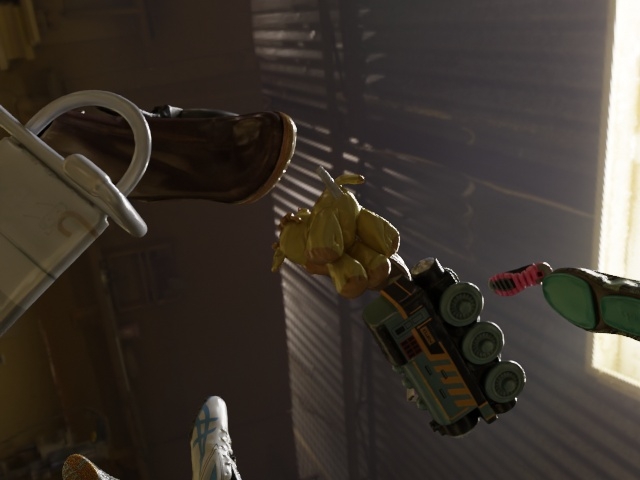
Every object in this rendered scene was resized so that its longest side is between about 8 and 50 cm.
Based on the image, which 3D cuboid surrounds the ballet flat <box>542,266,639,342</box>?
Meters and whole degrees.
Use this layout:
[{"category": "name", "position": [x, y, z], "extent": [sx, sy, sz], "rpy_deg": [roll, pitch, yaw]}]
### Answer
[{"category": "ballet flat", "position": [0.300, 0.063, 0.694], "extent": [0.188, 0.070, 0.070], "rpy_deg": [-148, -133, -74]}]

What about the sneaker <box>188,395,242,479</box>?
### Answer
[{"category": "sneaker", "position": [-0.148, 0.330, 0.989], "extent": [0.237, 0.086, 0.085], "rpy_deg": [-94, 175, -48]}]

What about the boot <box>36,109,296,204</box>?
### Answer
[{"category": "boot", "position": [-0.168, -0.092, 0.699], "extent": [0.248, 0.206, 0.090], "rpy_deg": [-15, -110, 48]}]

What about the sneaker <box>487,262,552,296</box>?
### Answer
[{"category": "sneaker", "position": [0.368, 0.067, 1.258], "extent": [0.057, 0.119, 0.047], "rpy_deg": [-34, 105, -64]}]

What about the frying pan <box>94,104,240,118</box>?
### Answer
[{"category": "frying pan", "position": [-0.239, -0.187, 1.108], "extent": [0.197, 0.326, 0.053], "rpy_deg": [-3, -99, 51]}]

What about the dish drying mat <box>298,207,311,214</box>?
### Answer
[{"category": "dish drying mat", "position": [-0.004, -0.039, 1.302], "extent": [0.008, 0.083, 0.032], "rpy_deg": [-57, -152, 30]}]

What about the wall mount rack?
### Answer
[{"category": "wall mount rack", "position": [-0.309, -0.031, 0.496], "extent": [0.304, 0.350, 0.130], "rpy_deg": [37, -14, 14]}]

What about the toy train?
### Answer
[{"category": "toy train", "position": [0.217, 0.194, 1.202], "extent": [0.334, 0.190, 0.142], "rpy_deg": [58, -3, -19]}]

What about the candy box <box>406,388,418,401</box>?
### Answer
[{"category": "candy box", "position": [0.300, 0.292, 1.577], "extent": [0.070, 0.196, 0.165], "rpy_deg": [106, -11, -61]}]

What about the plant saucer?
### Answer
[{"category": "plant saucer", "position": [0.092, 0.055, 1.698], "extent": [0.278, 0.277, 0.041], "rpy_deg": [128, -18, -66]}]

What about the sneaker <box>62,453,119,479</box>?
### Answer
[{"category": "sneaker", "position": [-0.210, 0.237, 0.655], "extent": [0.083, 0.032, 0.037], "rpy_deg": [35, -9, 15]}]

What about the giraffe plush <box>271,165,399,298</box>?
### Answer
[{"category": "giraffe plush", "position": [0.000, 0.000, 1.131], "extent": [0.170, 0.181, 0.210], "rpy_deg": [-26, -89, 46]}]
